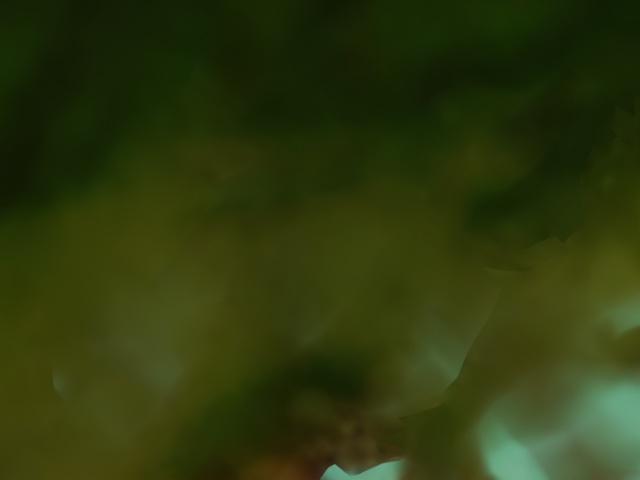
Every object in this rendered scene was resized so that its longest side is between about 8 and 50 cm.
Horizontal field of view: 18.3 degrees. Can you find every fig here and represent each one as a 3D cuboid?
[{"bbox_3d":[0.008,0.008,0.575,0.343,0.343,0.343,-16,142,-13],"label":"fig"}]
